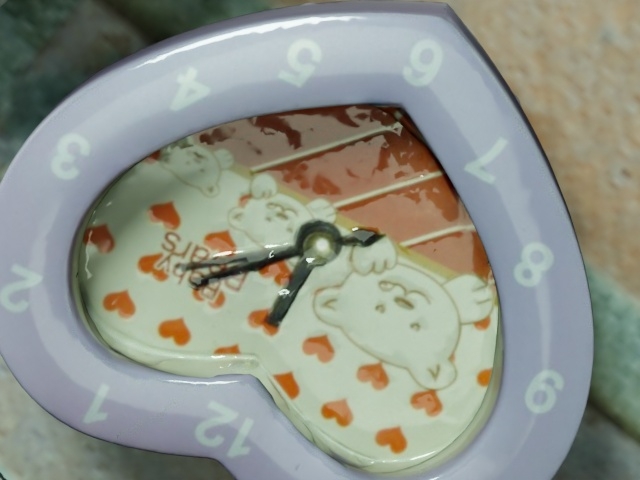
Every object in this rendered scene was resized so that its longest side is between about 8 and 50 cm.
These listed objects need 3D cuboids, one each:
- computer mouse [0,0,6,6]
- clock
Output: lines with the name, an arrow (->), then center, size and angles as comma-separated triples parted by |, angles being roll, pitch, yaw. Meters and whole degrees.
computer mouse -> -0.094, -0.176, 0.526 | 0.297, 0.121, 0.184 | -32, 100, 9
clock -> 0.000, 0.000, 0.596 | 0.198, 0.064, 0.172 | 25, 103, -6
